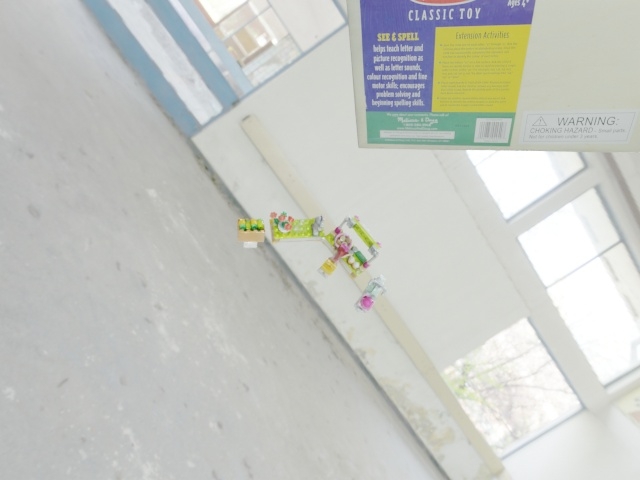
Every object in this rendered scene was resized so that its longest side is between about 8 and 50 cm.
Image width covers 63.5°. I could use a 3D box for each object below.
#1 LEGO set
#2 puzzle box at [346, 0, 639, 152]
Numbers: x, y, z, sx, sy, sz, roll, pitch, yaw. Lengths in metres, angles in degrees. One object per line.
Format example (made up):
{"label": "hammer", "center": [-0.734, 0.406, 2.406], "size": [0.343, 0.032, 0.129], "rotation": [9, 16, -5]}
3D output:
{"label": "LEGO set", "center": [0.000, 0.000, 0.894], "size": [0.287, 0.132, 0.107], "rotation": [31, -25, -3]}
{"label": "puzzle box", "center": [0.226, -0.205, 0.462], "size": [0.272, 0.409, 0.052], "rotation": [81, 17, -45]}
